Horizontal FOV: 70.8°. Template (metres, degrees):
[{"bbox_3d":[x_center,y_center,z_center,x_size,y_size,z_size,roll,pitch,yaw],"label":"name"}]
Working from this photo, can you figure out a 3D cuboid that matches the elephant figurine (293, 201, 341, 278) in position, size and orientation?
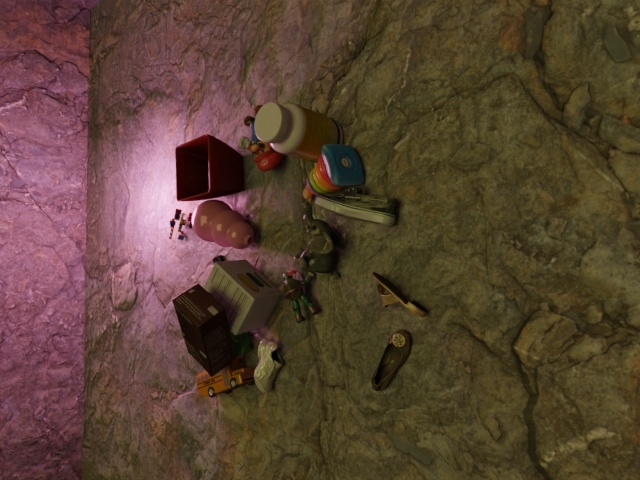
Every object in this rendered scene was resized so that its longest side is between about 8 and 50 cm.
[{"bbox_3d":[0.000,0.000,1.733,0.239,0.186,0.169,-68,29,25],"label":"elephant figurine"}]

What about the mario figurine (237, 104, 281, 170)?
[{"bbox_3d":[-0.272,-0.450,1.985,0.198,0.170,0.320,109,148,-58],"label":"mario figurine"}]

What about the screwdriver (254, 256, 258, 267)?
[{"bbox_3d":[-0.319,0.154,2.087,0.025,0.024,0.169,16,99,11],"label":"screwdriver"}]

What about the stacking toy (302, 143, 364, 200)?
[{"bbox_3d":[0.011,-0.239,1.774,0.302,0.166,0.175,-31,71,50],"label":"stacking toy"}]

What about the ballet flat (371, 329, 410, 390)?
[{"bbox_3d":[0.240,0.424,1.578,0.084,0.058,0.249,37,110,35],"label":"ballet flat"}]

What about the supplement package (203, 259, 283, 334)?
[{"bbox_3d":[-0.348,0.240,1.973,0.263,0.199,0.198,38,111,26],"label":"supplement package"}]

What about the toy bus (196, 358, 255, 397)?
[{"bbox_3d":[-0.440,0.645,2.105,0.333,0.108,0.130,-31,67,35],"label":"toy bus"}]

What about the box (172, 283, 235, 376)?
[{"bbox_3d":[-0.487,0.387,1.909,0.191,0.143,0.381,34,140,30],"label":"box"}]

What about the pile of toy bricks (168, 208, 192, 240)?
[{"bbox_3d":[-0.750,-0.104,2.431,0.105,0.118,0.212,-97,27,-46],"label":"pile of toy bricks"}]

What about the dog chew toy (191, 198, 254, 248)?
[{"bbox_3d":[-0.444,-0.062,2.101,0.332,0.207,0.206,27,104,30],"label":"dog chew toy"}]

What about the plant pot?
[{"bbox_3d":[-0.513,-0.323,2.142,0.267,0.236,0.267,-7,83,39],"label":"plant pot"}]

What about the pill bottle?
[{"bbox_3d":[-0.081,-0.412,1.720,0.188,0.334,0.187,-3,85,39],"label":"pill bottle"}]

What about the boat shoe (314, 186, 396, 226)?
[{"bbox_3d":[0.137,-0.140,1.679,0.335,0.121,0.119,16,90,29],"label":"boat shoe"}]

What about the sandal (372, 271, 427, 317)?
[{"bbox_3d":[0.251,0.208,1.564,0.240,0.088,0.079,37,105,30],"label":"sandal"}]

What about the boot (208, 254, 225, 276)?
[{"bbox_3d":[-0.520,0.132,2.244,0.121,0.045,0.099,-26,73,29],"label":"boot"}]

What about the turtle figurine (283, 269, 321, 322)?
[{"bbox_3d":[-0.098,0.209,1.846,0.175,0.118,0.234,-35,72,33],"label":"turtle figurine"}]

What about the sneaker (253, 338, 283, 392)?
[{"bbox_3d":[-0.216,0.546,1.937,0.115,0.090,0.232,2,90,37],"label":"sneaker"}]

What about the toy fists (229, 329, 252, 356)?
[{"bbox_3d":[-0.431,0.483,2.118,0.279,0.096,0.142,-29,79,34],"label":"toy fists"}]
